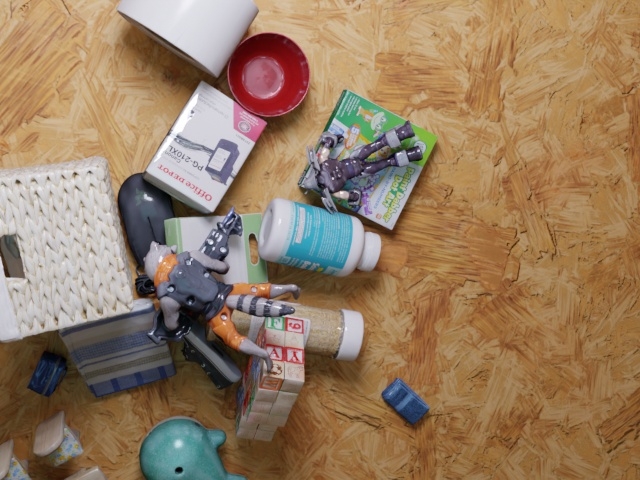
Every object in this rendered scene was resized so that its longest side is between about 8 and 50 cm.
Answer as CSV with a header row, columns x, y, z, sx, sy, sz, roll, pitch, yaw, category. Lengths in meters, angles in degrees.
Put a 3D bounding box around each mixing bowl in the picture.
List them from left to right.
x,y,z,sx,sy,sz,roll,pitch,yaw,category
-0.120,-0.363,1.817,0.182,0.098,0.181,-1,96,-13,mixing bowl

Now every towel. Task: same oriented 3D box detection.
x,y,z,sx,sy,sz,roll,pitch,yaw,category
-0.443,0.240,1.813,0.209,0.034,0.285,-14,139,-8,towel
0.211,0.401,2.041,0.067,0.029,0.119,-46,104,0,towel

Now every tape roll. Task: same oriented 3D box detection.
x,y,z,sx,sy,sz,roll,pitch,yaw,category
-0.272,-0.475,1.698,0.246,0.246,0.169,33,92,-14,tape roll

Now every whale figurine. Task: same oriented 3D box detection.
x,y,z,sx,sy,sz,roll,pitch,yaw,category
-0.294,0.535,1.909,0.272,0.141,0.216,43,89,-15,whale figurine

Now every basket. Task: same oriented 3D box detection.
x,y,z,sx,sy,sz,roll,pitch,yaw,category
-0.544,-0.001,1.681,0.267,0.331,0.328,-12,101,-11,basket

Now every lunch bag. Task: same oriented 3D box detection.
x,y,z,sx,sy,sz,roll,pitch,yaw,category
-0.610,0.299,1.849,0.065,0.067,0.098,26,92,-14,lunch bag

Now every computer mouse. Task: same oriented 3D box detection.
x,y,z,sx,sy,sz,roll,pitch,yaw,category
-0.366,-0.021,1.841,0.189,0.072,0.272,-21,102,-6,computer mouse

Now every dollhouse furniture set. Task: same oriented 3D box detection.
x,y,z,sx,sy,sz,roll,pitch,yaw,category
-0.630,0.652,1.781,0.394,0.256,0.362,-29,112,-5,dollhouse furniture set

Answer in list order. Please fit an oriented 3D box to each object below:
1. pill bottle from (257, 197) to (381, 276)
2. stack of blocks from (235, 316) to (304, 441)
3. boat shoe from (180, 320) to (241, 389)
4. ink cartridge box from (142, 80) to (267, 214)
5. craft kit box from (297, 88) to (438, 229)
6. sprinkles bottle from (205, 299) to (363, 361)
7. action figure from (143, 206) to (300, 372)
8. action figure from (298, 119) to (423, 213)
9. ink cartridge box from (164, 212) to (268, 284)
x,y,z,sx,sy,sz,roll,pitch,yaw,category
0.000,0.000,1.871,0.264,0.146,0.146,13,96,-16,pill bottle
-0.117,0.327,1.824,0.087,0.171,0.297,11,132,-12,stack of blocks
-0.282,0.258,1.905,0.076,0.080,0.228,-38,109,9,boat shoe
-0.255,-0.198,1.797,0.172,0.100,0.237,32,80,-14,ink cartridge box
0.110,-0.187,1.916,0.247,0.061,0.249,24,94,-16,craft kit box
-0.083,0.200,1.905,0.356,0.121,0.121,10,97,-12,sprinkles bottle
-0.204,0.075,1.694,0.330,0.178,0.341,23,70,-2,action figure
0.084,-0.169,1.841,0.285,0.099,0.185,-21,110,-3,action figure
-0.232,0.027,1.849,0.235,0.056,0.171,-7,92,-44,ink cartridge box
